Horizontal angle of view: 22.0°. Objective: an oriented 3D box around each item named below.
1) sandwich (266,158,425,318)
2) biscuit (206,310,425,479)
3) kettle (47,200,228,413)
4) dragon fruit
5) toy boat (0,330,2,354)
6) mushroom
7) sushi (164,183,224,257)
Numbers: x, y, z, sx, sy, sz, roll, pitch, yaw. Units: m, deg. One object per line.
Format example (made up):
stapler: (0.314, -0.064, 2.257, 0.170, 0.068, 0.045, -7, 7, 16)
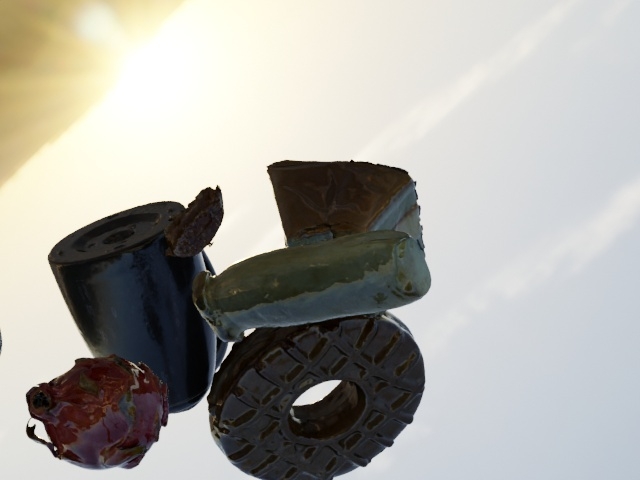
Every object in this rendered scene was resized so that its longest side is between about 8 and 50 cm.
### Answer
sandwich: (0.000, 0.001, 2.258, 0.227, 0.155, 0.198, 7, -145, 27)
biscuit: (-0.001, 0.221, 2.377, 0.332, 0.332, 0.103, -42, -139, 10)
kettle: (-0.226, 0.100, 2.363, 0.207, 0.290, 0.268, -7, -158, 35)
dragon fruit: (-0.236, 0.188, 1.756, 0.136, 0.166, 0.133, -45, -128, 27)
toy boat: (-0.459, 0.085, 1.577, 0.092, 0.298, 0.134, 85, 12, -70)
mushroom: (-0.017, 0.051, 1.915, 0.312, 0.100, 0.081, -14, -146, 34)
sushi: (-0.166, -0.021, 2.167, 0.118, 0.061, 0.060, -39, -149, 2)
